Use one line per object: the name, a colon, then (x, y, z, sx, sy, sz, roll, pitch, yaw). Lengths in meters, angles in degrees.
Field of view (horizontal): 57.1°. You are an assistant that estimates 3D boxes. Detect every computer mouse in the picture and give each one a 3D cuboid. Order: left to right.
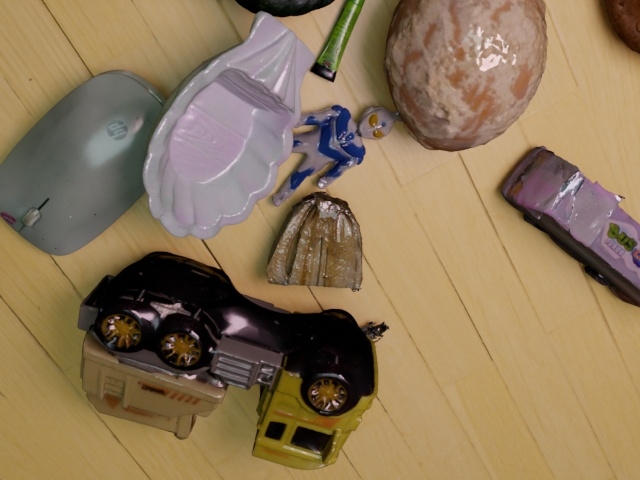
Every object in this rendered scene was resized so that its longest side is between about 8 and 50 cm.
computer mouse: (-0.316, -0.098, 0.787, 0.288, 0.097, 0.159, -41, 109, 7)

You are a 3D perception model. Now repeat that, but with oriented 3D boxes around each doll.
doll: (0.013, -0.139, 0.828, 0.227, 0.057, 0.114, -26, 104, 6)

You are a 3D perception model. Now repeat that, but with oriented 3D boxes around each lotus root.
lotus root: (0.002, -0.001, 0.864, 0.143, 0.070, 0.144, 12, 110, -3)

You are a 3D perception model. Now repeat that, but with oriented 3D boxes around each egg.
egg: (0.179, -0.231, 0.745, 0.203, 0.203, 0.245, 3, 116, -7)

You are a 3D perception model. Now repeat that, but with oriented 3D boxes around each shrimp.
shrimp: (0.054, 0.189, 0.948, 0.161, 0.034, 0.091, -38, 110, 15)

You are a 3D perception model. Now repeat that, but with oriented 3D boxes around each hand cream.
hand cream: (0.027, -0.280, 0.802, 0.036, 0.023, 0.122, 25, 104, -3)

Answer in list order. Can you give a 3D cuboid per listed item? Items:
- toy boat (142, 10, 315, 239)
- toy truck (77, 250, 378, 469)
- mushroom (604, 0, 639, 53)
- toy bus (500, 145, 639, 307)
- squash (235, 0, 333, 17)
toy boat: (-0.126, -0.144, 0.748, 0.290, 0.100, 0.199, -55, 143, 6)
toy truck: (-0.135, 0.181, 0.835, 0.405, 0.180, 0.254, 18, 115, -4)
mushroom: (0.509, -0.351, 0.768, 0.253, 0.153, 0.253, 0, 99, 0)
toy bus: (0.420, -0.006, 0.868, 0.317, 0.138, 0.112, 33, 100, -16)
squash: (-0.038, -0.373, 0.688, 0.218, 0.172, 0.218, -2, 100, -13)
